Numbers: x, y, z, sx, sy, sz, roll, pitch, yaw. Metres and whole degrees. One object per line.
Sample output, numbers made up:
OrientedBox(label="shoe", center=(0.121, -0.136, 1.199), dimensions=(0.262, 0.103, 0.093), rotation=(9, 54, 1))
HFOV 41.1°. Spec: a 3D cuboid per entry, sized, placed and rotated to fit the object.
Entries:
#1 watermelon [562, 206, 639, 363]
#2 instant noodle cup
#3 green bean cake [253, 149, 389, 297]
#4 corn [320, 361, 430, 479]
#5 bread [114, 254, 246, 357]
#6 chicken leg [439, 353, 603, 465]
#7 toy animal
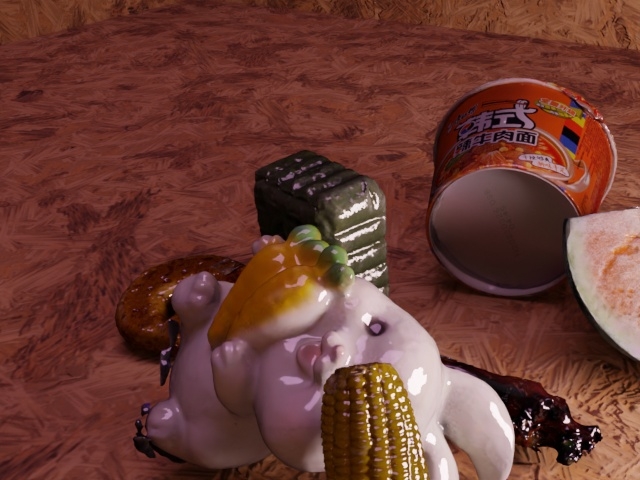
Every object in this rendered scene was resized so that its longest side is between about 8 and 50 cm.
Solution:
OrientedBox(label="watermelon", center=(0.402, 0.075, 0.931), dimensions=(0.322, 0.175, 0.188), rotation=(24, -3, 13))
OrientedBox(label="instant noodle cup", center=(0.252, -0.059, 1.104), dimensions=(0.250, 0.250, 0.192), rotation=(6, 36, 16))
OrientedBox(label="green bean cake", center=(0.000, 0.000, 1.051), dimensions=(0.094, 0.185, 0.183), rotation=(-25, 32, -27))
OrientedBox(label="corn", center=(0.046, 0.200, 0.604), dimensions=(0.080, 0.231, 0.080), rotation=(-10, -4, -1))
OrientedBox(label="bread", center=(-0.155, 0.082, 1.038), dimensions=(0.193, 0.064, 0.193), rotation=(-5, 32, 3))
OrientedBox(label="chicken leg", center=(0.153, 0.153, 0.829), dimensions=(0.234, 0.105, 0.063), rotation=(16, 72, 28))
OrientedBox(label="toy animal", center=(-0.006, 0.131, 0.747), dimensions=(0.310, 0.247, 0.183), rotation=(-3, 39, 35))
